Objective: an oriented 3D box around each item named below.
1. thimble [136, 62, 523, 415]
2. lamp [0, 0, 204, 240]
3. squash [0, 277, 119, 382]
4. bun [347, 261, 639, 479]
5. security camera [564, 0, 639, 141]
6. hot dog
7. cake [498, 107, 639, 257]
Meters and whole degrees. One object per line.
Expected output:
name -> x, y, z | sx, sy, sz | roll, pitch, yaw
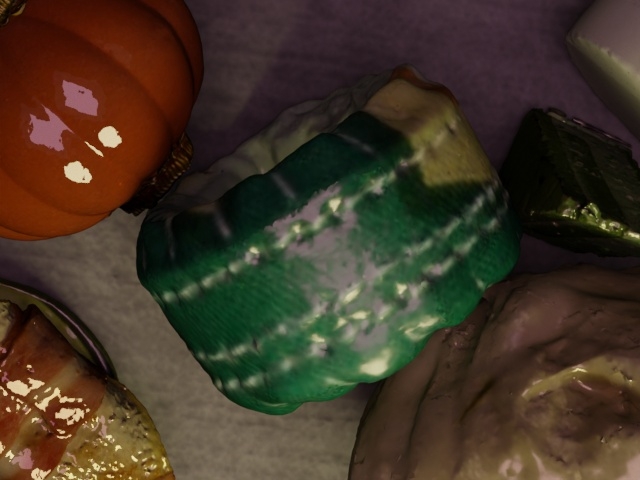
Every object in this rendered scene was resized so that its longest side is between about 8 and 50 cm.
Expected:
thimble -> 0.000, 0.000, 1.330 | 0.254, 0.288, 0.167 | -36, 101, -25
lamp -> -0.181, -0.102, 1.311 | 0.196, 0.223, 0.223 | 41, 96, -22
squash -> -0.277, 0.143, 1.446 | 0.252, 0.049, 0.252 | -1, 100, -6
bun -> 0.180, 0.139, 1.358 | 0.362, 0.326, 0.235 | -28, 78, -7
security camera -> 0.323, -0.163, 1.370 | 0.236, 0.194, 0.194 | -42, 103, -1
hot dog -> -0.227, 0.117, 1.378 | 0.123, 0.093, 0.261 | -48, 118, -7
cake -> 0.188, -0.013, 1.363 | 0.100, 0.235, 0.099 | 23, 108, -9
